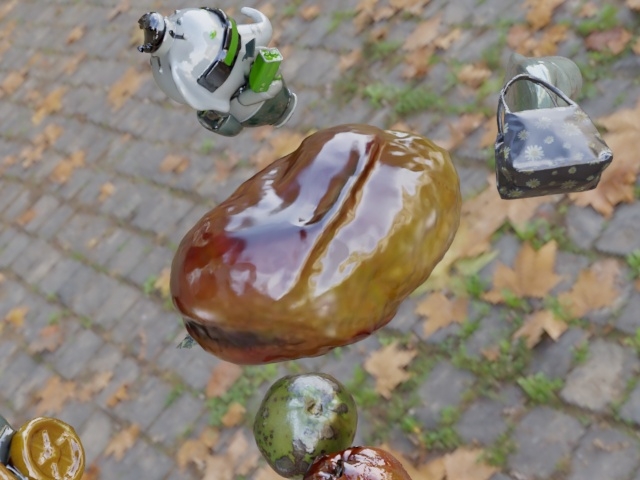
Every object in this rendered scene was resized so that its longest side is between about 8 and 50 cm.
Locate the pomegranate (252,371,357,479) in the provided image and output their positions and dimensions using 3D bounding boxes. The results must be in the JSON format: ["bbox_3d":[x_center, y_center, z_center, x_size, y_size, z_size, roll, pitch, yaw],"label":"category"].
[{"bbox_3d":[-0.005,0.238,1.611,0.126,0.163,0.138,-15,52,35],"label":"pomegranate"}]

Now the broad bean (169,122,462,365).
[{"bbox_3d":[-0.001,0.001,0.933,0.228,0.122,0.156,-35,40,-24],"label":"broad bean"}]

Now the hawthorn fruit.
[{"bbox_3d":[0.053,0.323,1.502,0.148,0.172,0.148,-25,25,12],"label":"hawthorn fruit"}]

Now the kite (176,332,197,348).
[{"bbox_3d":[-0.125,0.121,1.695,0.139,0.156,0.011,-15,58,-6],"label":"kite"}]

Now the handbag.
[{"bbox_3d":[0.231,-0.115,1.353,0.115,0.072,0.139,-8,61,-8],"label":"handbag"}]

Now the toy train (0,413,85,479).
[{"bbox_3d":[-0.355,0.220,1.151,0.163,0.369,0.231,-34,11,32],"label":"toy train"}]

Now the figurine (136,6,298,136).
[{"bbox_3d":[-0.104,-0.176,1.293,0.126,0.192,0.147,-50,45,17],"label":"figurine"}]

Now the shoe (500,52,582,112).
[{"bbox_3d":[0.292,-0.193,1.688,0.100,0.103,0.251,1,16,-1],"label":"shoe"}]
